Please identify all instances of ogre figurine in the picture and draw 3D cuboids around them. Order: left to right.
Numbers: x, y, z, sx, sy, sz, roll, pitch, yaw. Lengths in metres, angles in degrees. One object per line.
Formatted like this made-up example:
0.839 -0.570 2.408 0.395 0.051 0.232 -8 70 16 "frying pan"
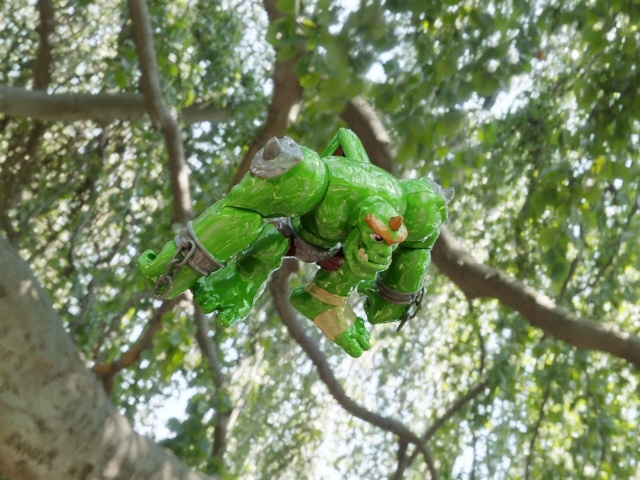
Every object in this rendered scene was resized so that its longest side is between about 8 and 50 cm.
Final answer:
0.000 0.000 0.480 0.197 0.097 0.118 22 -62 -18 "ogre figurine"
